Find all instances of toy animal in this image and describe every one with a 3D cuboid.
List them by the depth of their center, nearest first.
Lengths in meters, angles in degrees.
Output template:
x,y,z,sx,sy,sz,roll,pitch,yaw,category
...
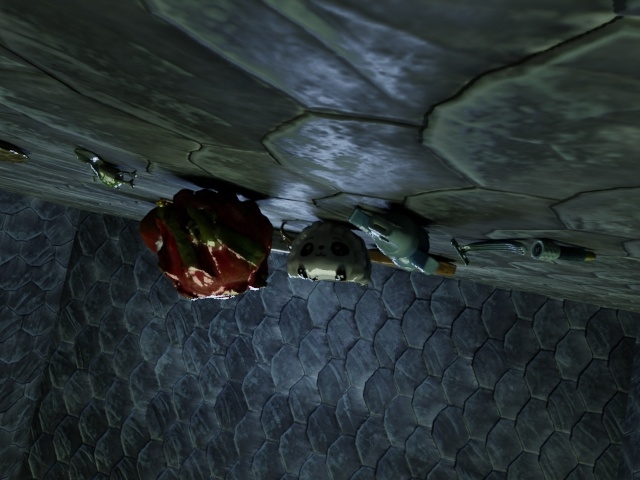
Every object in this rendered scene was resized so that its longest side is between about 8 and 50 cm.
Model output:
x,y,z,sx,sy,sz,roll,pitch,yaw,category
-0.392,-0.128,0.857,0.075,0.041,0.217,13,171,-10,toy animal
0.026,0.032,1.160,0.208,0.156,0.204,2,172,16,toy animal

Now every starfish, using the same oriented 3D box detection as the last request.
x,y,z,sx,sy,sz,roll,pitch,yaw,category
-0.046,0.017,1.390,0.146,0.074,0.190,2,152,25,starfish

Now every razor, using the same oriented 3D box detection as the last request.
x,y,z,sx,sy,sz,roll,pitch,yaw,category
0.339,0.014,0.906,0.068,0.037,0.191,54,161,-9,razor

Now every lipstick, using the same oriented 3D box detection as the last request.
x,y,z,sx,sy,sz,roll,pitch,yaw,category
0.428,0.022,0.796,0.116,0.037,0.037,7,177,-14,lipstick

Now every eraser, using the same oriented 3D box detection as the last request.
x,y,z,sx,sy,sz,roll,pitch,yaw,category
-0.078,0.021,1.756,0.278,0.081,0.124,10,172,-3,eraser

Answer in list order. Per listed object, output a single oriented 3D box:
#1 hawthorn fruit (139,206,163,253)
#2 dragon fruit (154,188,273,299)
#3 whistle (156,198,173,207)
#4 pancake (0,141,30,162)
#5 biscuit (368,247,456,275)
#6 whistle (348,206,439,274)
x,y,z,sx,sy,sz,roll,pitch,yaw,category
-0.552,-0.043,1.608,0.200,0.179,0.179,28,-175,30,hawthorn fruit
-0.217,0.003,0.943,0.231,0.237,0.303,-11,162,8,dragon fruit
-0.442,-0.099,1.379,0.109,0.046,0.057,19,-172,-22,whistle
-0.688,-0.186,0.886,0.212,0.029,0.235,14,175,-43,pancake
0.325,0.076,1.647,0.351,0.057,0.312,12,176,-41,biscuit
0.146,0.002,0.833,0.180,0.093,0.269,37,-173,27,whistle
